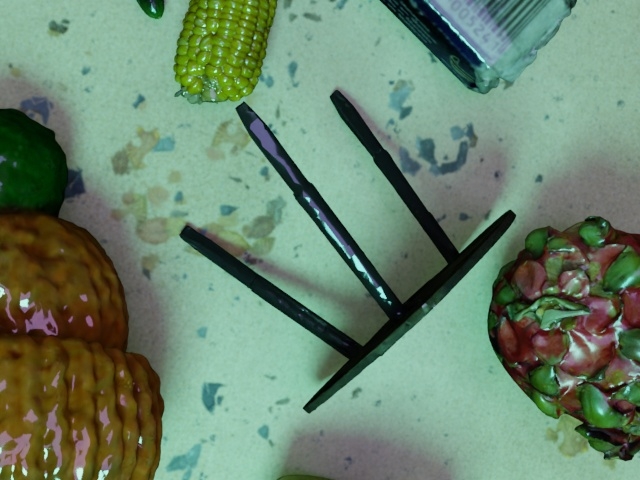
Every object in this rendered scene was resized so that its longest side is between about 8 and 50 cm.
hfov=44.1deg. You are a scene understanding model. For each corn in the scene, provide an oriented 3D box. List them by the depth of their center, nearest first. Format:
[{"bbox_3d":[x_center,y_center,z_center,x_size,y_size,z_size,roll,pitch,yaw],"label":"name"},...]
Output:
[{"bbox_3d":[-0.090,-0.300,0.862,0.102,0.102,0.313,10,91,-9],"label":"corn"}]

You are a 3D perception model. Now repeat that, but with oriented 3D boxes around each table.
[{"bbox_3d":[0.000,0.000,0.836,0.317,0.317,0.249,-43,84,-6],"label":"table"}]

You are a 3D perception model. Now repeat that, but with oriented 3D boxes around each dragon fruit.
[{"bbox_3d":[0.324,0.103,0.875,0.302,0.237,0.231,39,95,-27],"label":"dragon fruit"}]

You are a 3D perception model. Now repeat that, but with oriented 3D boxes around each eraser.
[{"bbox_3d":[0.125,-0.327,0.898,0.332,0.101,0.155,43,86,-6],"label":"eraser"}]

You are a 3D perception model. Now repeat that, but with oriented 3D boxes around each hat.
[{"bbox_3d":[-0.298,0.079,0.807,0.285,0.285,0.400,4,64,-9],"label":"hat"}]

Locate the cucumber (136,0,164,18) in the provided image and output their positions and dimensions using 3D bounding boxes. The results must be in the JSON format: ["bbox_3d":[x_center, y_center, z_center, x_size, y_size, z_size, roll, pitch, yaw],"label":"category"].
[{"bbox_3d":[-0.219,-0.329,0.876,0.036,0.033,0.184,-24,93,10],"label":"cucumber"}]

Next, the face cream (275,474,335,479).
[{"bbox_3d":[0.022,0.374,0.836,0.218,0.218,0.179,20,87,-9],"label":"face cream"}]
